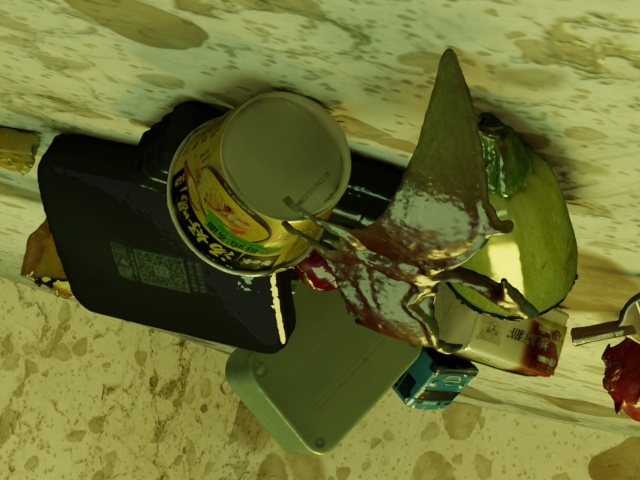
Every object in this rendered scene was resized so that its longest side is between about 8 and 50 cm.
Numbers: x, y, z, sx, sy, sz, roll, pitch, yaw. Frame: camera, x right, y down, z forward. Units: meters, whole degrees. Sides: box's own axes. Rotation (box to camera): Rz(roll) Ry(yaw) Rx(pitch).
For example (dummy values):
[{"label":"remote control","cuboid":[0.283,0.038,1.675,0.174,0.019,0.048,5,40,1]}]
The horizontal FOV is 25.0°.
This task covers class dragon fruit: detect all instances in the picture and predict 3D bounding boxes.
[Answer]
[{"label":"dragon fruit","cuboid":[0.000,0.000,1.637,0.094,0.094,0.190,11,159,19]},{"label":"dragon fruit","cuboid":[0.442,0.181,1.845,0.166,0.136,0.133,32,179,-14]}]

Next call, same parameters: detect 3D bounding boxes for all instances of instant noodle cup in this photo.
[{"label":"instant noodle cup","cuboid":[-0.048,-0.054,1.230,0.151,0.151,0.122,17,162,-12]}]

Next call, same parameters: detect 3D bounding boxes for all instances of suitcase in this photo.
[{"label":"suitcase","cuboid":[-0.033,-0.053,1.420,0.286,0.066,0.206,18,170,-16]}]

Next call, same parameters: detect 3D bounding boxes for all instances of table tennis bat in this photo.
[{"label":"table tennis bat","cuboid":[0.365,0.054,1.627,0.170,0.119,0.107,-13,133,21]}]

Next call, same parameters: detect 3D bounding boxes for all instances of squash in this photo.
[{"label":"squash","cuboid":[0.152,-0.011,1.200,0.137,0.137,0.287,13,169,12]}]

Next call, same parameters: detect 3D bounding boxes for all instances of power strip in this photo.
[{"label":"power strip","cuboid":[-0.012,0.111,1.835,0.261,0.229,0.141,52,154,-12]}]

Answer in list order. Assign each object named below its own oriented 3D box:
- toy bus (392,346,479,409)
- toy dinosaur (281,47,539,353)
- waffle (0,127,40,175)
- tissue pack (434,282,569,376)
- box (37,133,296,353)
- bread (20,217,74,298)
[{"label":"toy bus","cuboid":[0.126,0.149,1.994,0.090,0.106,0.184,10,-149,-41]},{"label":"toy dinosaur","cuboid":[0.072,-0.016,1.115,0.207,0.112,0.327,6,151,25]},{"label":"waffle","cuboid":[-0.348,-0.101,1.753,0.125,0.032,0.191,9,171,21]},{"label":"tissue pack","cuboid":[0.234,0.119,1.913,0.149,0.099,0.106,19,170,-27]},{"label":"box","cuboid":[-0.172,0.008,1.664,0.289,0.073,0.290,12,142,16]},{"label":"bread","cuboid":[-0.342,0.015,2.098,0.129,0.134,0.260,3,174,8]}]
